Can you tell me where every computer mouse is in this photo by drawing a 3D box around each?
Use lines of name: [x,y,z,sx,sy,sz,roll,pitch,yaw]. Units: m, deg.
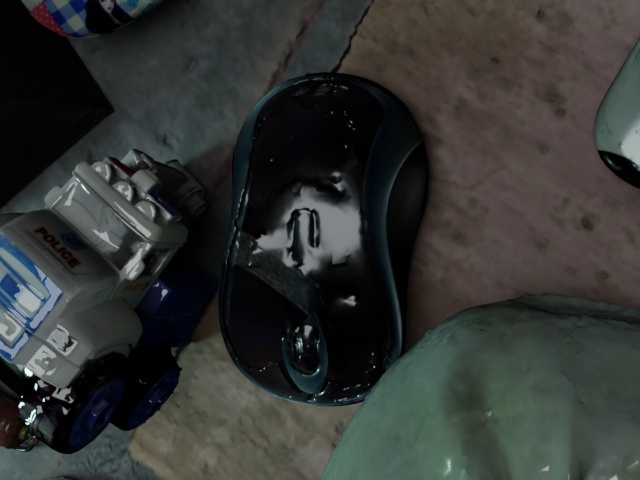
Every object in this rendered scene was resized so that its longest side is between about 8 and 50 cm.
computer mouse: [0.000,0.000,0.832,0.137,0.096,0.233,0,91,19]

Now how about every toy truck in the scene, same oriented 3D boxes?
toy truck: [-0.153,0.025,0.827,0.161,0.213,0.177,41,100,12]

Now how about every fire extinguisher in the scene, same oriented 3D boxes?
fire extinguisher: [-0.270,0.132,0.963,0.132,0.039,0.056,25,133,16]

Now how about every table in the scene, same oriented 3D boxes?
table: [-0.305,-0.108,0.898,0.193,0.169,0.172,-39,80,18]

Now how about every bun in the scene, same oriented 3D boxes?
bun: [0.143,0.200,0.738,0.354,0.194,0.355,1,94,18]

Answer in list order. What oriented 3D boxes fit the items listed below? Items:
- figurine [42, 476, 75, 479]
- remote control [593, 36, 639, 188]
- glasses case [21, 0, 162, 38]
figurine: [-0.276,0.284,0.918,0.250,0.141,0.166,-46,76,15]
remote control: [0.266,-0.141,0.759,0.097,0.045,0.256,37,106,15]
glasses case: [-0.212,-0.300,0.863,0.125,0.076,0.327,-28,91,4]
